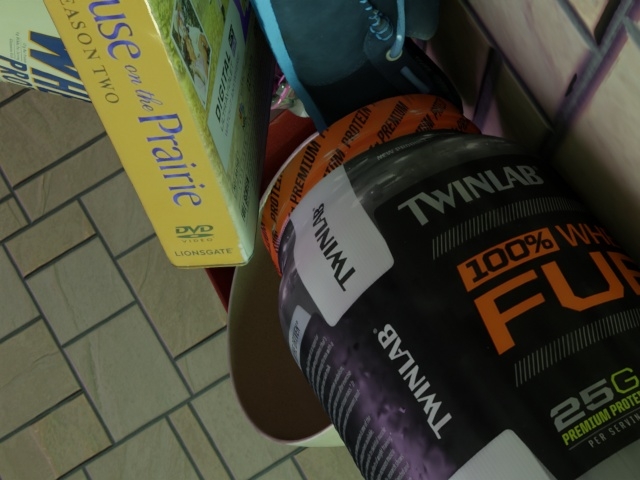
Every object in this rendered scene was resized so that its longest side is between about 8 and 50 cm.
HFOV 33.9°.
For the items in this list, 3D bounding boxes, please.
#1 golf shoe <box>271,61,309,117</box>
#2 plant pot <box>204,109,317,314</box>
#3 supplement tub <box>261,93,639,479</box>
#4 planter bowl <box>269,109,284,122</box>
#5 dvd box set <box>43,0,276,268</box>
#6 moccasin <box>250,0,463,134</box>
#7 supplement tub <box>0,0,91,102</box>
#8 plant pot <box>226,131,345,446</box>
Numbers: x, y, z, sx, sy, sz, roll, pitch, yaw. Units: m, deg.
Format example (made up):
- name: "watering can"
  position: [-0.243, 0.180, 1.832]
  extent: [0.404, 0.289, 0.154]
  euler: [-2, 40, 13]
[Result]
- name: "golf shoe"
  position: [0.018, -0.148, 0.869]
  extent: [0.186, 0.086, 0.067]
  euler: [162, 118, -66]
- name: "plant pot"
  position: [0.000, 0.000, 1.474]
  extent: [0.236, 0.267, 0.267]
  euler: [43, -172, -42]
- name: "supplement tub"
  position: [0.109, 0.081, 0.629]
  extent: [0.338, 0.207, 0.207]
  euler: [56, 177, 31]
- name: "planter bowl"
  position: [-0.070, -0.189, 1.660]
  extent: [0.162, 0.162, 0.109]
  euler: [-125, 31, -55]
- name: "dvd box set"
  position: [-0.102, -0.229, 0.608]
  extent: [0.420, 0.062, 0.307]
  euler: [73, -165, -50]
- name: "moccasin"
  position: [0.018, -0.161, 0.661]
  extent: [0.342, 0.117, 0.137]
  euler: [53, -163, -67]
- name: "supplement tub"
  position: [-0.229, -0.267, 1.176]
  extent: [0.235, 0.325, 0.235]
  euler: [-167, 90, -89]
- name: "plant pot"
  position: [0.068, 0.054, 0.943]
  extent: [0.191, 0.284, 0.284]
  euler: [16, -158, -30]
